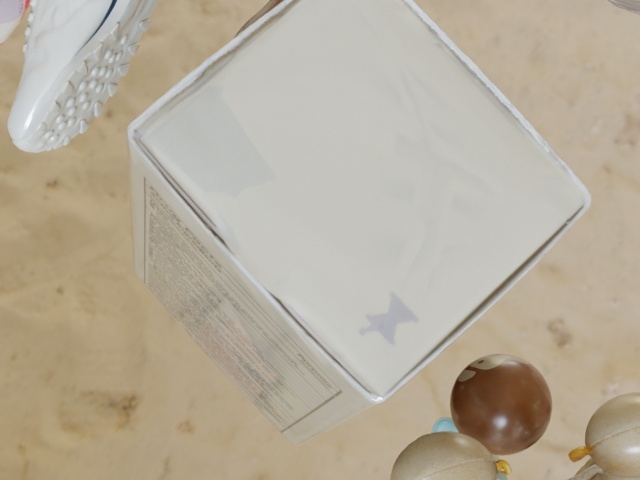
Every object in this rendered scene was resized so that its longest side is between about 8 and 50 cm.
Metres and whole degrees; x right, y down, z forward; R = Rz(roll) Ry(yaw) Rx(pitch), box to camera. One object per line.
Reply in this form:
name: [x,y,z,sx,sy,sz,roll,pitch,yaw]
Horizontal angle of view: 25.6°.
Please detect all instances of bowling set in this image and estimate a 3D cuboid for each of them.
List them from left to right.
bowling set: [0.094,0.126,0.658,0.287,0.154,0.199,-14,60,-10]

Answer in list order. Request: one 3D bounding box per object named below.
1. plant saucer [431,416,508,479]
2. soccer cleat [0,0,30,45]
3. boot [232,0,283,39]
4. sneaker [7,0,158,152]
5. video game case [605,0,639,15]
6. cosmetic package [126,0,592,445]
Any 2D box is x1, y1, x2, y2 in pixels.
plant saucer: [0.137,0.210,1.247,0.021,0.119,0.119,-17,65,-21]
soccer cleat: [-0.323,-0.251,1.284,0.116,0.318,0.108,-40,87,-14]
boot: [-0.015,-0.152,1.145,0.106,0.219,0.082,31,14,-11]
sneaker: [-0.196,-0.182,1.133,0.095,0.090,0.235,28,85,7]
video game case: [0.270,-0.154,0.967,0.173,0.022,0.190,22,9,19]
cosmetic package: [0.000,0.000,0.690,0.129,0.296,0.153,-41,87,-12]
